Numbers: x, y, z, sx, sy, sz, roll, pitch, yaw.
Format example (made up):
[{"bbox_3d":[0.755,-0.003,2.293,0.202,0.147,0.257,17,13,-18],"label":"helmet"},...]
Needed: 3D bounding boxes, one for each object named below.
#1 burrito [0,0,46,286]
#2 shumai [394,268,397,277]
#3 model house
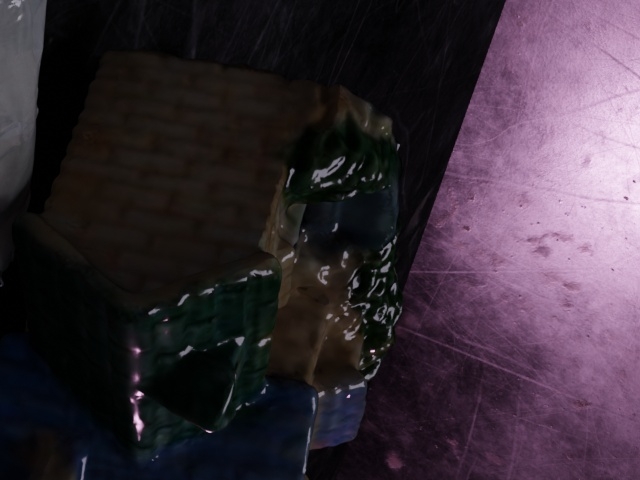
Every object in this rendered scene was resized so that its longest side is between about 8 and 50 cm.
[{"bbox_3d":[-0.307,-0.085,1.145,0.139,0.101,0.445,-42,156,-42],"label":"burrito"},{"bbox_3d":[0.000,0.000,1.942,0.330,0.288,0.292,-55,162,-20],"label":"shumai"},{"bbox_3d":[-0.127,0.107,1.327,0.445,0.395,0.400,100,5,-49],"label":"model house"}]
